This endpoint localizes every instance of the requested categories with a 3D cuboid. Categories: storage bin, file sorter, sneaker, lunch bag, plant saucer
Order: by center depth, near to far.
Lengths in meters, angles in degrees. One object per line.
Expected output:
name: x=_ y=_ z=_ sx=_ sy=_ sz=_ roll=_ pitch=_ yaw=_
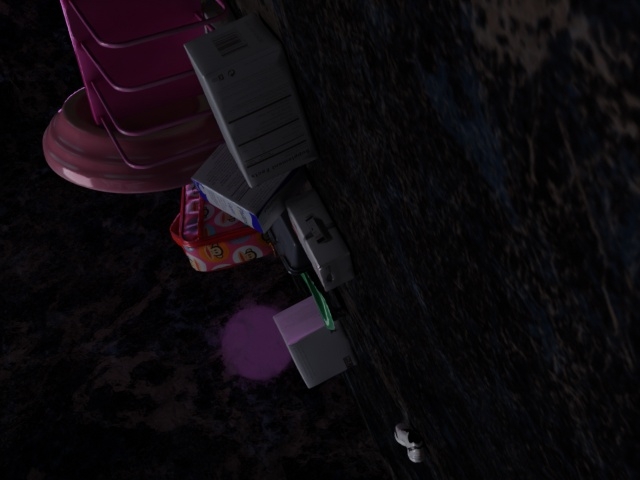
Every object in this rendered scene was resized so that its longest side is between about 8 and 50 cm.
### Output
file sorter: x=-0.238 y=-0.278 z=1.071 sx=0.182 sy=0.202 sz=0.290 roll=52 pitch=155 yaw=39
plant saucer: x=-0.313 y=-0.201 z=1.287 sx=0.332 sy=0.332 sz=0.084 roll=-122 pitch=29 yaw=-48
sneaker: x=0.171 y=0.372 z=1.398 sx=0.109 sy=0.040 sz=0.043 roll=-137 pitch=38 yaw=-65
storage bin: x=-0.054 y=-0.013 z=1.486 sx=0.091 sy=0.098 sz=0.135 roll=93 pitch=153 yaw=-56
lunch bag: x=-0.218 y=-0.060 z=1.680 sx=0.293 sy=0.258 sz=0.120 roll=-100 pitch=-7 yaw=-52

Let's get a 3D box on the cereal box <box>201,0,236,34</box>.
cereal box: x=-0.145 y=-0.303 z=1.216 sx=0.173 sy=0.047 sz=0.240 roll=84 pitch=161 yaw=-66

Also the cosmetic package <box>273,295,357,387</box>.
cosmetic package: x=-0.016 y=0.265 z=1.987 sx=0.151 sy=0.151 sz=0.183 roll=66 pitch=174 yaw=-24

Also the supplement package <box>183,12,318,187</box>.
supplement package: x=-0.087 y=-0.179 z=0.958 sx=0.105 sy=0.105 sz=0.179 roll=57 pitch=170 yaw=46

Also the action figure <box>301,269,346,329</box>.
action figure: x=-0.018 y=0.071 z=1.614 sx=0.232 sy=0.063 sz=0.137 roll=62 pitch=177 yaw=-16

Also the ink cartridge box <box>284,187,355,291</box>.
ink cartridge box: x=0.000 y=0.000 z=1.188 sx=0.135 sy=0.056 sz=0.099 roll=62 pitch=174 yaw=27

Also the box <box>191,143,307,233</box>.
box: x=-0.114 y=-0.100 z=1.203 sx=0.137 sy=0.126 sz=0.072 roll=30 pitch=161 yaw=21
